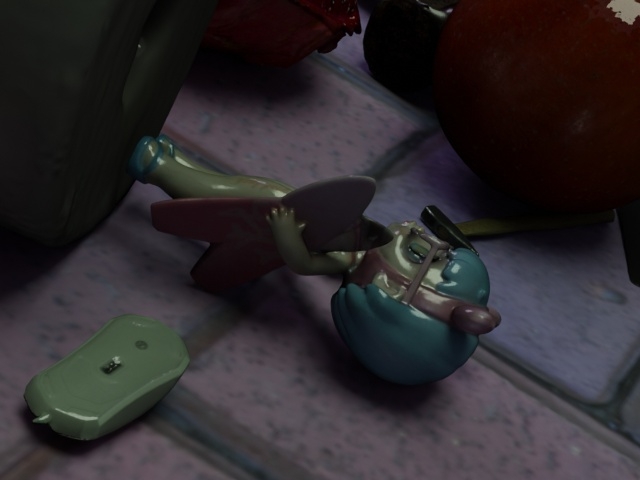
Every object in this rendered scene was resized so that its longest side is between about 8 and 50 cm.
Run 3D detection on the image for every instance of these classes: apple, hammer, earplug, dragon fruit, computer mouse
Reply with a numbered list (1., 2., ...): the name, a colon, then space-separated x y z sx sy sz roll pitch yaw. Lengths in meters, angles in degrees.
1. apple: 0.202 -0.131 1.260 0.218 0.201 0.218 25 29 -15
2. hammer: 0.168 -0.012 1.265 0.199 0.013 0.062 -6 43 -40
3. earplug: -0.267 -0.207 0.987 0.394 0.312 0.312 24 31 4
4. dragon fruit: -0.070 -0.224 1.306 0.189 0.163 0.261 -9 36 9
5. hammer: 0.030 -0.282 1.511 0.409 0.095 0.242 37 33 24
6. computer mouse: -0.123 0.083 0.901 0.056 0.032 0.110 36 43 19

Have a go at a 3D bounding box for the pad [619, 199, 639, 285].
1. pad: 0.328 -0.010 1.383 0.160 0.009 0.265 21 33 -8

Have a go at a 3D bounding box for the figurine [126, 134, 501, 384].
1. figurine: -0.006 0.011 1.050 0.260 0.102 0.205 27 -5 7
